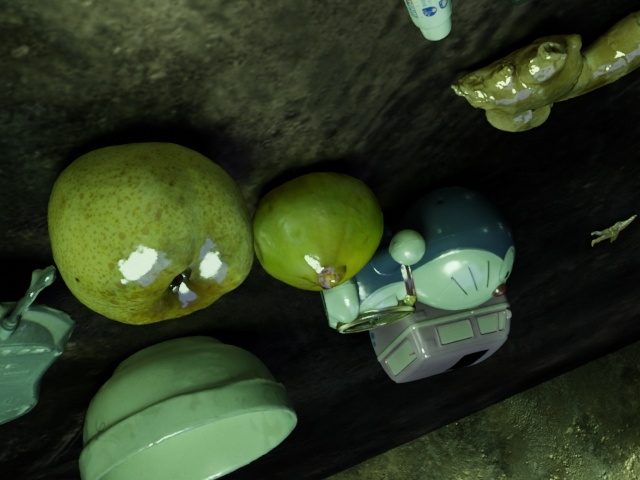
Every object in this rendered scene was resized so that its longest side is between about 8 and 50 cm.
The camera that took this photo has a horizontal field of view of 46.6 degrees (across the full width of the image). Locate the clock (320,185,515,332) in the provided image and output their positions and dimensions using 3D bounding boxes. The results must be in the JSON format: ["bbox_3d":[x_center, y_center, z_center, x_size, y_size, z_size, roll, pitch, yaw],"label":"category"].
[{"bbox_3d":[0.114,0.024,0.893,0.243,0.147,0.199,-17,160,-1],"label":"clock"}]

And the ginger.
[{"bbox_3d":[0.237,-0.166,0.707,0.214,0.059,0.133,-26,159,14],"label":"ginger"}]

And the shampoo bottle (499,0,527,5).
[{"bbox_3d":[0.124,-0.216,0.553,0.048,0.027,0.137,-26,156,29],"label":"shampoo bottle"}]

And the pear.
[{"bbox_3d":[-0.144,-0.004,0.632,0.167,0.137,0.167,-20,153,-11],"label":"pear"}]

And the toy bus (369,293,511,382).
[{"bbox_3d":[0.189,0.127,1.158,0.202,0.142,0.142,-9,152,-26],"label":"toy bus"}]

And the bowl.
[{"bbox_3d":[-0.196,0.246,1.062,0.307,0.163,0.307,-18,154,-9],"label":"bowl"}]

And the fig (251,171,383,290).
[{"bbox_3d":[-0.005,-0.009,0.767,0.136,0.121,0.153,-42,172,27],"label":"fig"}]

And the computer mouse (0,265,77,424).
[{"bbox_3d":[-0.337,0.101,0.736,0.167,0.090,0.379,1,149,-44],"label":"computer mouse"}]

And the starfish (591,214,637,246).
[{"bbox_3d":[0.506,-0.016,1.282,0.092,0.016,0.086,-38,153,25],"label":"starfish"}]

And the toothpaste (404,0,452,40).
[{"bbox_3d":[0.060,-0.211,0.510,0.052,0.033,0.218,-26,152,9],"label":"toothpaste"}]
